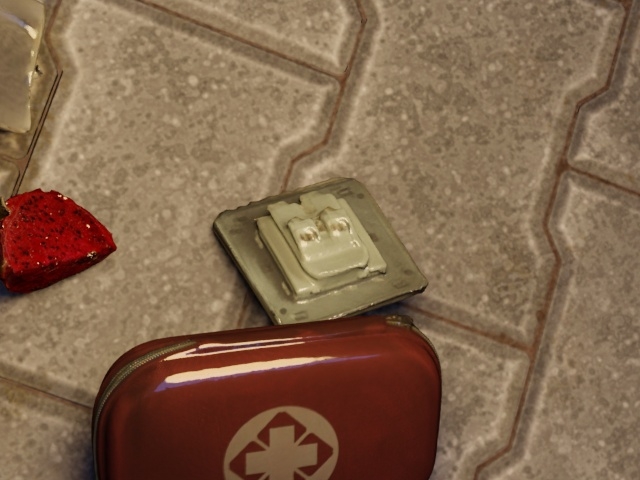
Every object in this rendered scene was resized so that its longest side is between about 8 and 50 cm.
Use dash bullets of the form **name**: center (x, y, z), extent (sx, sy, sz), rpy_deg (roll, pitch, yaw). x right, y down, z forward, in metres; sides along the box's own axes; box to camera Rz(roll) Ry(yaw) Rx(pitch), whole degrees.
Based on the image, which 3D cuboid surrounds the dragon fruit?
- **dragon fruit**: center (-0.329, 0.001, 1.933), extent (0.162, 0.083, 0.106), rpy_deg (-19, 72, -44)

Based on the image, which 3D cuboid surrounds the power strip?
- **power strip**: center (0.000, 0.000, 1.976), extent (0.198, 0.064, 0.213), rpy_deg (-20, 53, -20)

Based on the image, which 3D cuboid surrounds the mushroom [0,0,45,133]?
- **mushroom**: center (-0.468, -0.250, 1.931), extent (0.329, 0.122, 0.159), rpy_deg (19, 64, -9)

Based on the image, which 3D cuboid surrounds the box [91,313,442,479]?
- **box**: center (-0.055, 0.214, 1.884), extent (0.404, 0.108, 0.263), rpy_deg (-7, 117, -15)
